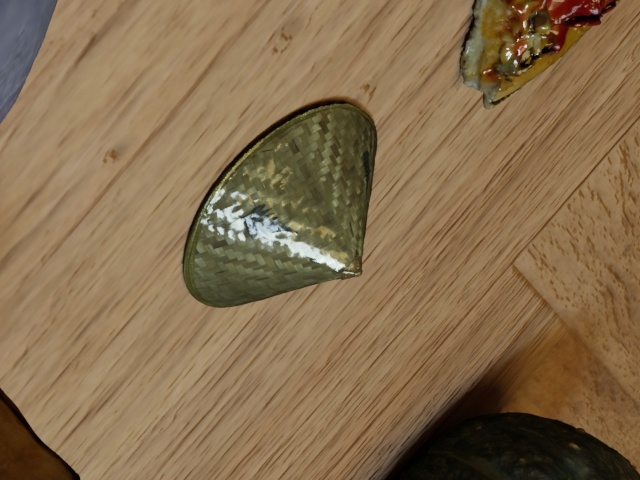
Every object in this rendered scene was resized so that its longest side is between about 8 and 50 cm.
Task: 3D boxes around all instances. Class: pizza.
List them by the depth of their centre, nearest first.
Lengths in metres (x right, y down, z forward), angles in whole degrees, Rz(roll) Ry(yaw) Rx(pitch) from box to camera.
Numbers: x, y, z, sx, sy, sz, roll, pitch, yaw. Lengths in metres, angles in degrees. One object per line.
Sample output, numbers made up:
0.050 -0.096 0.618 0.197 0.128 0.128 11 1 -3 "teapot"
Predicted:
0.144 -0.167 0.750 0.201 0.053 0.193 -51 153 6 "pizza"

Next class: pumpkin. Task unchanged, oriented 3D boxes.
0.165 0.318 1.203 0.328 0.257 0.291 -40 141 -1 "pumpkin"

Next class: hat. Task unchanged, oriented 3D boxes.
0.000 0.000 0.743 0.146 0.067 0.146 -36 151 -24 "hat"

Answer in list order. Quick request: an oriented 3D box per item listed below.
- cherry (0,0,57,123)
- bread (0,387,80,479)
-0.138 -0.079 0.349 0.176 0.140 0.176 -156 -90 -89 "cherry"
-0.195 0.125 0.525 0.143 0.158 0.149 -11 131 -48 "bread"
